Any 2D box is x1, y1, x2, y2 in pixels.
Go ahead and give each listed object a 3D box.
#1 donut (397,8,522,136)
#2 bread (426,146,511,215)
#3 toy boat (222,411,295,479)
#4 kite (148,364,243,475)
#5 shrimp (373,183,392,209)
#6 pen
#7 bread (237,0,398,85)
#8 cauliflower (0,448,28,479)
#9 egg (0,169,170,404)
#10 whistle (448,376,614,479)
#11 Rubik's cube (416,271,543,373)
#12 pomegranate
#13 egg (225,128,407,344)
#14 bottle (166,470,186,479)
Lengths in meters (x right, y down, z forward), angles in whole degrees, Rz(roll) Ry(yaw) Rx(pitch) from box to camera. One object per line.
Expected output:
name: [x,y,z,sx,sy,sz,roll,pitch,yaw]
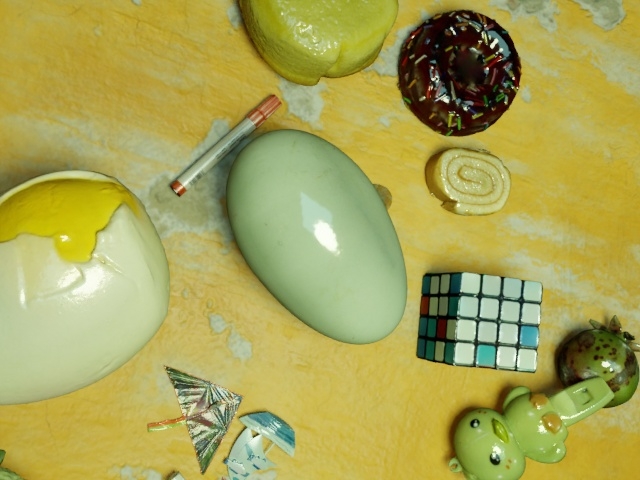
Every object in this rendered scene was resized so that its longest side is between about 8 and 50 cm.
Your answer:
donut: [0.255,-0.306,1.163,0.235,0.089,0.235,1,88,-13]
bread: [0.266,-0.102,1.159,0.149,0.073,0.122,7,87,-13]
toy boat: [-0.114,0.339,1.064,0.149,0.034,0.105,-30,97,-2]
kite: [-0.199,0.282,1.050,0.159,0.010,0.190,-20,91,-14]
shrimp: [0.079,-0.057,1.137,0.108,0.023,0.059,-40,87,-13]
pen: [-0.155,-0.160,1.080,0.239,0.028,0.028,-45,97,-12]
bread: [-0.002,-0.396,1.075,0.270,0.148,0.270,2,82,-16]
cauliflower: [-0.484,0.413,0.838,0.256,0.315,0.239,42,118,-17]
egg: [-0.369,0.070,0.884,0.345,0.283,0.283,-37,96,-8]
whistle: [0.342,0.311,1.086,0.294,0.141,0.141,-39,97,15]
Rubik's cube: [0.267,0.137,1.105,0.155,0.151,0.154,7,83,-13]
pomegranate: [0.512,0.217,1.170,0.148,0.148,0.169,46,71,-7]
egg: [0.000,0.000,1.007,0.230,0.230,0.371,-36,102,-14]
bottle: [-0.171,0.458,1.019,0.060,0.060,0.217,-34,96,-14]
